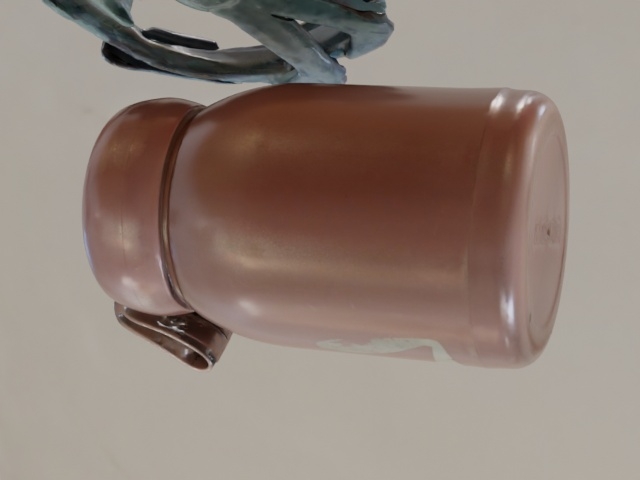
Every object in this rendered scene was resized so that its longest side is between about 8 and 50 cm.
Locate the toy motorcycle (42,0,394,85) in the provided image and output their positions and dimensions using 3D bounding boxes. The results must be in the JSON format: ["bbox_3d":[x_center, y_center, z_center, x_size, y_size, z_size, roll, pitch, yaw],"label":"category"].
[{"bbox_3d":[-0.073,-0.197,1.204,0.260,0.206,0.154,10,-135,-1],"label":"toy motorcycle"}]

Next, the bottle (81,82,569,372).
[{"bbox_3d":[0.000,0.000,1.105,0.297,0.206,0.173,3,-144,16],"label":"bottle"}]
